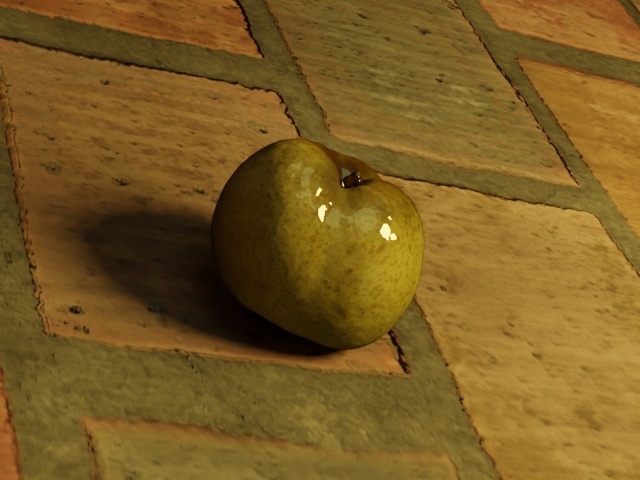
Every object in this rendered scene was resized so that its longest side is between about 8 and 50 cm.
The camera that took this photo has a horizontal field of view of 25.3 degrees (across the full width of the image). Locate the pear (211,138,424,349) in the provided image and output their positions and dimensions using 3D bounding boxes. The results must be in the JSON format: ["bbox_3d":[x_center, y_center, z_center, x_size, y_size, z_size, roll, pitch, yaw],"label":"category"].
[{"bbox_3d":[0.000,0.000,1.085,0.167,0.137,0.167,26,14,-7],"label":"pear"}]
